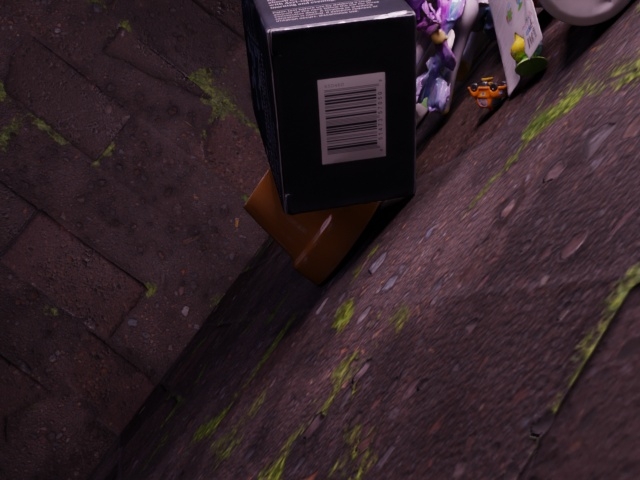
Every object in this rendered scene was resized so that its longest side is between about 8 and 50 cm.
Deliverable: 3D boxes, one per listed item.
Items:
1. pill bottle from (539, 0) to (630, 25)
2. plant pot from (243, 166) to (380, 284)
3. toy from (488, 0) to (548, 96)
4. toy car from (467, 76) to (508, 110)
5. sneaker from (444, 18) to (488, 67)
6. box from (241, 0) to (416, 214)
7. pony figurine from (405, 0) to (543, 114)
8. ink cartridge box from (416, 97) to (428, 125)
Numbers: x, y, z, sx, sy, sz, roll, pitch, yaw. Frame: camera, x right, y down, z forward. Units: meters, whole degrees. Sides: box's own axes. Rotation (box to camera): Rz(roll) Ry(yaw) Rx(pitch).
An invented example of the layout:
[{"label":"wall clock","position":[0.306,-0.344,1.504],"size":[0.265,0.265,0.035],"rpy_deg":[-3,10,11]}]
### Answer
[{"label":"pill bottle","position":[0.322,-0.345,1.007],"size":[0.117,0.117,0.215],"rpy_deg":[-48,8,34]},{"label":"plant pot","position":[-0.023,-0.058,1.463],"size":[0.205,0.188,0.205],"rpy_deg":[-54,4,6]},{"label":"toy","position":[0.268,-0.329,1.115],"size":[0.137,0.056,0.237],"rpy_deg":[103,165,-68]},{"label":"toy car","position":[0.253,-0.212,1.203],"size":[0.122,0.060,0.041],"rpy_deg":[-31,-60,-62]},{"label":"sneaker","position":[0.312,-0.447,1.595],"size":[0.262,0.099,0.121],"rpy_deg":[-53,-3,4]},{"label":"box","position":[0.001,-0.275,1.335],"size":[0.395,0.211,0.294],"rpy_deg":[-109,12,-56]},{"label":"pony figurine","position":[0.233,-0.396,1.415],"size":[0.363,0.302,0.351],"rpy_deg":[-66,-9,29]},{"label":"ink cartridge box","position":[0.126,-0.248,1.798],"size":[0.273,0.114,0.198],"rpy_deg":[-52,7,2]}]
